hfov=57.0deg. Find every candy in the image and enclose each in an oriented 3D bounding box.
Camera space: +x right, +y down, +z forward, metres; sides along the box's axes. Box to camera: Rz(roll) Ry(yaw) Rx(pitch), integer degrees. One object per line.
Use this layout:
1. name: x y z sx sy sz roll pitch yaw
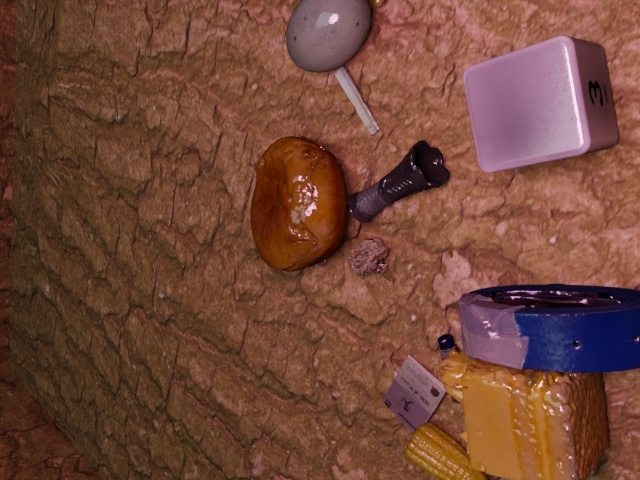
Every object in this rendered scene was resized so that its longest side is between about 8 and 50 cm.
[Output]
1. candy: 0.299 0.519 1.375 0.199 0.106 0.094 32 138 26

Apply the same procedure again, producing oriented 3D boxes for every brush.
1. brush: 0.089 -0.332 1.400 0.033 0.030 0.179 -30 90 25

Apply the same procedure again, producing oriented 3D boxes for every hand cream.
1. hand cream: 0.309 0.297 1.359 0.062 0.039 0.163 -12 98 40

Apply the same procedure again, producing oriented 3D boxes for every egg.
1. egg: 0.015 -0.476 1.328 0.236 0.169 0.169 -24 84 54

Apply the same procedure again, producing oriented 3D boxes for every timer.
1. timer: 0.393 -0.236 1.049 0.194 0.195 0.193 -8 95 42

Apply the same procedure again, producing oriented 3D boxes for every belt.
1. belt: 0.432 0.159 1.101 0.346 0.212 0.117 -1 101 36

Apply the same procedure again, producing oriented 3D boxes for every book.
1. book: 0.228 0.382 1.448 0.127 0.014 0.182 42 129 27

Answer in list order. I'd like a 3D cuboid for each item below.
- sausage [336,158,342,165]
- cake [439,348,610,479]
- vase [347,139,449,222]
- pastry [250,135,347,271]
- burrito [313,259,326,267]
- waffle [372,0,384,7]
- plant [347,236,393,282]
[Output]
1. sausage: 0.023 -0.154 1.493 0.031 0.031 0.107 37 121 28
2. cake: 0.391 0.328 1.172 0.286 0.222 0.228 -5 95 41
3. vase: 0.166 -0.121 1.339 0.237 0.115 0.116 -32 79 46
4. pastry: -0.066 -0.089 1.460 0.356 0.163 0.356 12 105 56
5. burrito: 0.000 0.000 1.544 0.055 0.041 0.149 12 105 24
6. waffle: 0.104 -0.650 1.288 0.238 0.058 0.243 44 126 25
7. plant: 0.130 0.055 1.440 0.122 0.104 0.116 44 172 -13
